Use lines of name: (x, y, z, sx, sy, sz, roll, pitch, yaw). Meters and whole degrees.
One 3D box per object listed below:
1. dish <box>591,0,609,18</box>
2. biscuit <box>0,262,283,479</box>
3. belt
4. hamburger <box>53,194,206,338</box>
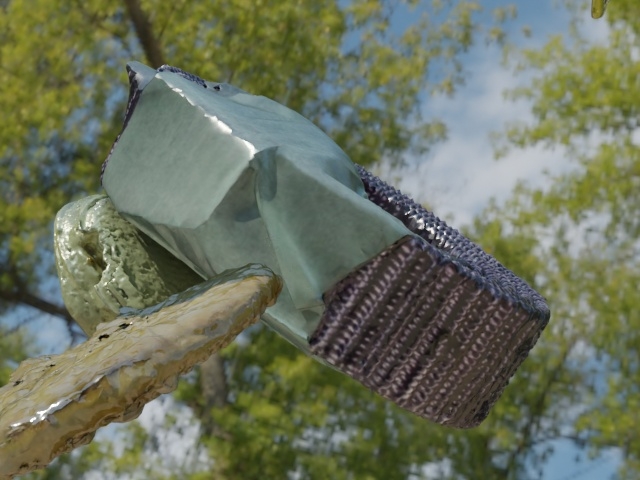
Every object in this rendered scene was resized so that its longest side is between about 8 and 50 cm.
dish: (0.259, -0.258, 0.995, 0.080, 0.207, 0.149, 6, -18, 16)
biscuit: (-0.113, 0.066, 0.569, 0.220, 0.220, 0.033, -24, -83, 44)
belt: (0.000, 0.000, 0.836, 0.260, 0.122, 0.325, 25, 11, -45)
hamburger: (-0.119, 0.026, 0.876, 0.062, 0.140, 0.133, -35, -44, 24)
